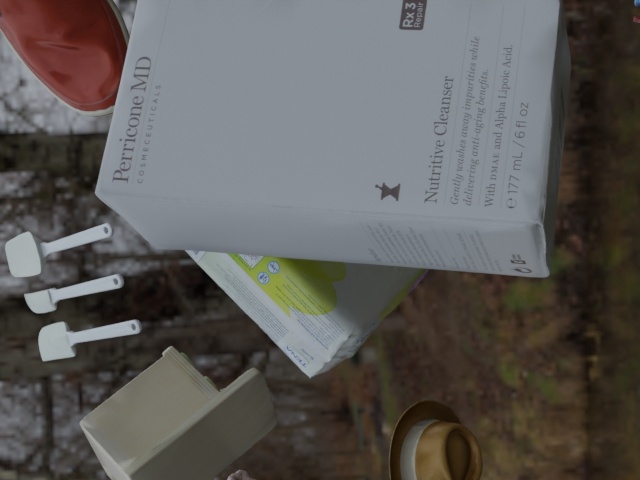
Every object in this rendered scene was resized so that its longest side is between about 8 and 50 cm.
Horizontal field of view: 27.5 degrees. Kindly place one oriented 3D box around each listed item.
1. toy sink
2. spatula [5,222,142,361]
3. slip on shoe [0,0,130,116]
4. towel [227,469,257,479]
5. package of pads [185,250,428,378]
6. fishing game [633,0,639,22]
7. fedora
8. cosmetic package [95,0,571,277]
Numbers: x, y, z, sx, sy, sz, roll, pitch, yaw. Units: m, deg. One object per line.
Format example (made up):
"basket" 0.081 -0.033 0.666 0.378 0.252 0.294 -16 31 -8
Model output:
"toy sink" -0.198 0.254 1.845 0.131 0.234 0.153 40 158 32
"spatula" -0.311 0.060 1.626 0.242 0.019 0.168 -14 91 48
"slip on shoe" -0.305 -0.269 1.346 0.331 0.123 0.101 60 -168 -13
"towel" -0.037 0.544 1.995 0.053 0.317 0.332 -33 -34 -41
"package of pads" 0.000 0.000 1.455 0.101 0.229 0.296 -47 -4 34
"fishing game" 0.553 -0.331 1.929 0.264 0.189 0.041 75 -149 -84
"fedora" 0.185 0.333 1.950 0.079 0.194 0.194 -12 78 47
"cosmetic package" 0.018 -0.099 1.161 0.156 0.385 0.217 55 -140 -68
